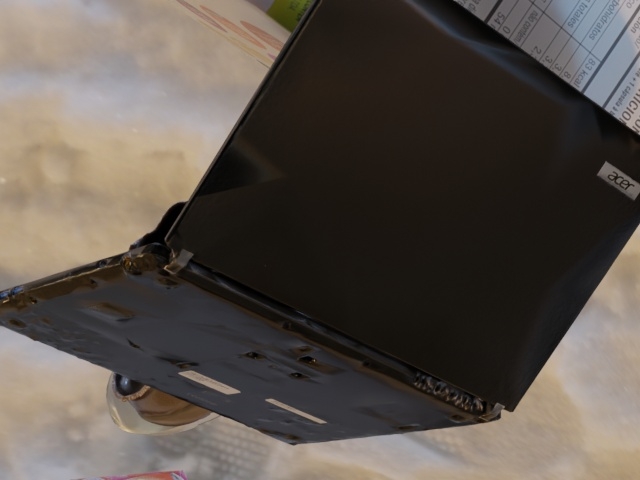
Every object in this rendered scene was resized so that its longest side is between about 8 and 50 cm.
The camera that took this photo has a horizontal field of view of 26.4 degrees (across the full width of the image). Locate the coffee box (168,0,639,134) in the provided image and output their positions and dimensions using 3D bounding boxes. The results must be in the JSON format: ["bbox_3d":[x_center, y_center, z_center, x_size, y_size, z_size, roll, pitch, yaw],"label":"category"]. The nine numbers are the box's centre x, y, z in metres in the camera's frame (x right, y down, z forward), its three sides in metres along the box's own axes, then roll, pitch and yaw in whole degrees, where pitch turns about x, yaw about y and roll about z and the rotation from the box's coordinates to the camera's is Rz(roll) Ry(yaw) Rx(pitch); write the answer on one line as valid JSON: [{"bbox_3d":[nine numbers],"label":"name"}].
[{"bbox_3d":[0.077,-0.251,0.916,0.338,0.334,0.338,-57,32,2],"label":"coffee box"}]

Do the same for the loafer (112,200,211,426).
[{"bbox_3d":[-0.095,0.025,1.090,0.130,0.366,0.133,23,48,-17],"label":"loafer"}]

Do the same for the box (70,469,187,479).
[{"bbox_3d":[-0.201,0.386,1.458,0.128,0.122,0.256,-2,114,-17],"label":"box"}]

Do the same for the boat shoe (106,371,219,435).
[{"bbox_3d":[-0.061,0.099,1.281,0.306,0.105,0.113,-35,58,18],"label":"boat shoe"}]

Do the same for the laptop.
[{"bbox_3d":[0.000,0.000,0.697,0.264,0.234,0.136,-15,55,46],"label":"laptop"}]
